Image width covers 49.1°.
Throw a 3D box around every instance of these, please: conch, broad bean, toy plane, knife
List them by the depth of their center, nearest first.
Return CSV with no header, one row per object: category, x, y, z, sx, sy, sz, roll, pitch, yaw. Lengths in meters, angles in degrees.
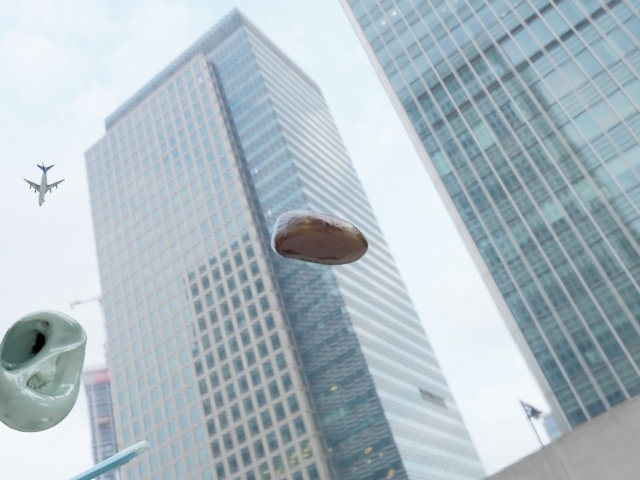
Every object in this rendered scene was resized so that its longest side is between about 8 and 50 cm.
broad bean,0.000,0.000,1.218,0.165,0.084,0.114,14,-19,-8
conch,-0.516,0.234,1.269,0.121,0.221,0.185,-4,-39,22
toy plane,-0.506,-0.102,1.281,0.078,0.084,0.024,1,-6,1
knife,-0.529,0.560,1.740,0.222,0.031,0.064,-25,8,-16
